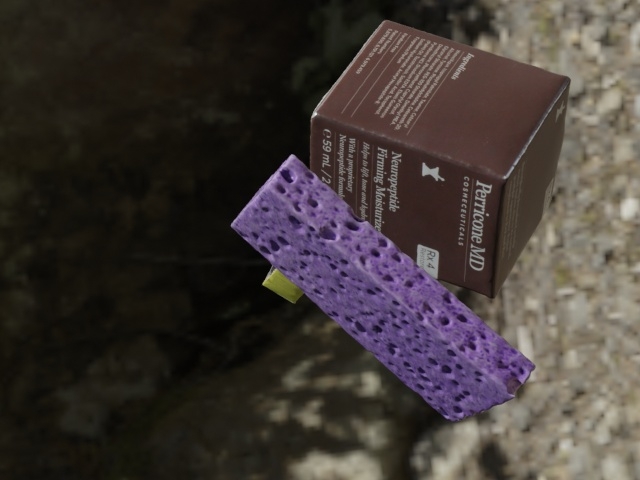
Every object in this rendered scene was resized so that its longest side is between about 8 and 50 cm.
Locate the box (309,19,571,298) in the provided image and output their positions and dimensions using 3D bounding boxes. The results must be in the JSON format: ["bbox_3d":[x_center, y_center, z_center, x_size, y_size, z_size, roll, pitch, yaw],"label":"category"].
[{"bbox_3d":[0.114,-0.082,1.686,0.203,0.167,0.168,20,138,19],"label":"box"}]

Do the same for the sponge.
[{"bbox_3d":[0.037,0.036,1.144,0.210,0.031,0.117,41,159,-2],"label":"sponge"}]

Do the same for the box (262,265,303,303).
[{"bbox_3d":[0.000,0.000,2.355,0.232,0.058,0.087,-45,16,55],"label":"box"}]
